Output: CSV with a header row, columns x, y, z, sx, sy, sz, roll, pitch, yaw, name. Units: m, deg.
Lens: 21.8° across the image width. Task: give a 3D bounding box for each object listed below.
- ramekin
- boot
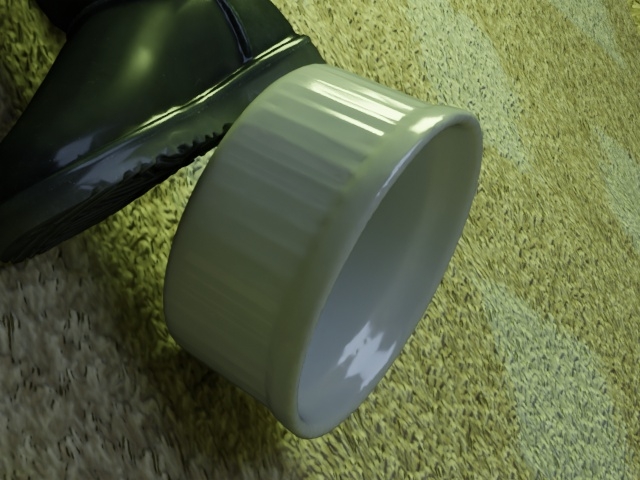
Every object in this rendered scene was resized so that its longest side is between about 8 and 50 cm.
x,y,z,sx,sy,sz,roll,pitch,yaw,name
0.000,0.000,1.272,0.135,0.277,0.277,28,20,18,ramekin
-0.235,-0.236,1.239,0.445,0.146,0.367,55,38,-2,boot
